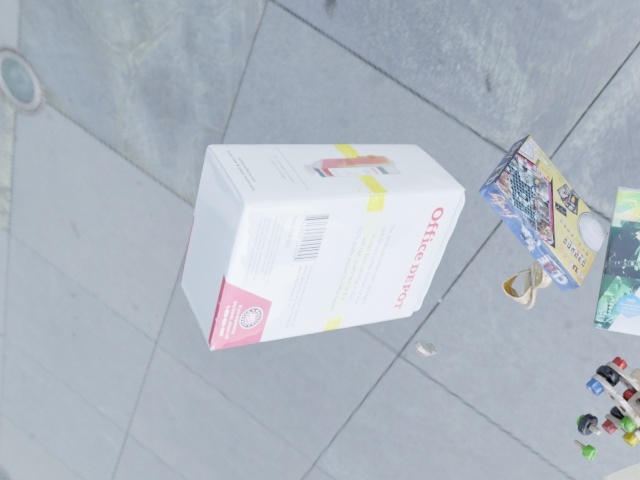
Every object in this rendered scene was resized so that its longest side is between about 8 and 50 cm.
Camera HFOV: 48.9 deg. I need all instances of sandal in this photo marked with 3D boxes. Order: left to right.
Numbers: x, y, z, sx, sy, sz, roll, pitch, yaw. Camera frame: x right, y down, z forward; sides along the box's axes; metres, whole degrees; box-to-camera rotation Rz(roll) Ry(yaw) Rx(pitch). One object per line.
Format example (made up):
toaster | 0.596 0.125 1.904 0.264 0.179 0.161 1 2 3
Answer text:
sandal | 0.460 0.098 1.622 0.079 0.088 0.240 -1 159 0

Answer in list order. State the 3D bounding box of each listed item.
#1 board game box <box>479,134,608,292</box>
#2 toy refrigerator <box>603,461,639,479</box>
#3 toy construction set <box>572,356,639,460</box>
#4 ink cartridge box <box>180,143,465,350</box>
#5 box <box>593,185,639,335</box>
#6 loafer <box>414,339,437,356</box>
board game box | 0.406 -0.050 1.269 0.243 0.165 0.042 49 143 -8
toy refrigerator | 0.554 0.482 1.083 0.102 0.269 0.094 -22 134 -1
toy construction set | 0.834 0.426 1.765 0.237 0.309 0.257 32 136 50
ink cartridge box | 0.000 0.000 1.125 0.160 0.385 0.279 54 138 42
box | 0.743 0.055 1.536 0.232 0.058 0.321 8 102 19
loafer | 0.283 0.302 1.935 0.039 0.125 0.045 -36 63 18
